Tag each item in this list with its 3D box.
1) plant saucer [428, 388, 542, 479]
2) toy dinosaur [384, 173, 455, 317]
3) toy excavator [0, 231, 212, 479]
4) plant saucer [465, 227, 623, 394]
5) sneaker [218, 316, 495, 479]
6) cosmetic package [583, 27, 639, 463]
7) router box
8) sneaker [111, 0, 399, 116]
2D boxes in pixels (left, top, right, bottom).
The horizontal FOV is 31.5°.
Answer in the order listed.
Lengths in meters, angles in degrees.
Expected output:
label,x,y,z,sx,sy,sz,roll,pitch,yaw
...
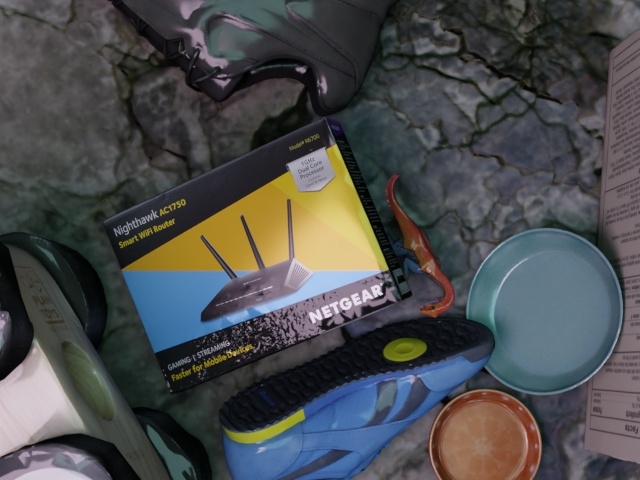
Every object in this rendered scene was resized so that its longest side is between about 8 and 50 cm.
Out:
label,x,y,z,sx,sy,sz,roll,pitch,yaw
plant saucer,0.120,0.150,0.828,0.083,0.013,0.084,0,84,-4
toy dinosaur,0.067,0.013,0.809,0.047,0.090,0.082,-29,43,-17
toy excavator,-0.354,0.129,0.704,0.445,0.222,0.433,-32,86,1
plant saucer,0.162,0.051,0.814,0.119,0.021,0.119,-7,77,33
sneaker,0.031,0.120,0.805,0.209,0.069,0.082,-22,114,-14
cosmetic package,0.268,0.002,0.785,0.113,0.160,0.310,5,85,-5
router box,-0.045,0.012,0.782,0.178,0.046,0.133,-24,86,15
sneaker,-0.091,-0.170,0.801,0.286,0.109,0.130,15,89,-2
